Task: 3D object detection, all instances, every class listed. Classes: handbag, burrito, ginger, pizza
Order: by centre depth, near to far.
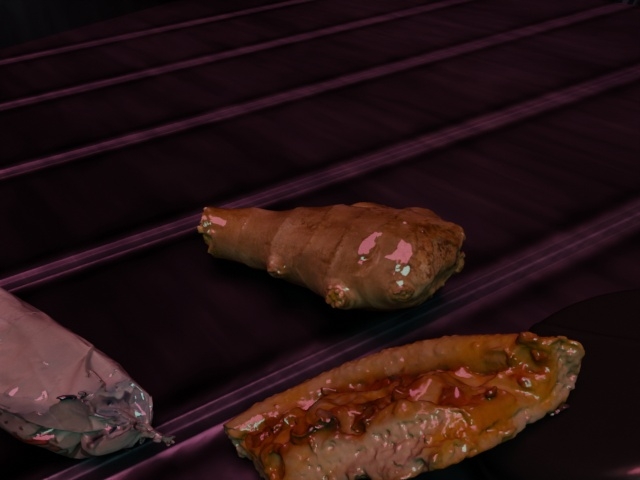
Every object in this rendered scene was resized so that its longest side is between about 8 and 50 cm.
[{"bbox_3d":[0.284,0.148,0.490,0.308,0.093,0.253,-33,15,-32],"label":"handbag"},{"bbox_3d":[0.055,0.159,0.491,0.365,0.074,0.182,-20,4,26],"label":"pizza"},{"bbox_3d":[-0.351,0.150,0.620,0.445,0.101,0.139,20,40,27],"label":"burrito"},{"bbox_3d":[0.014,-0.017,0.748,0.375,0.166,0.236,28,57,26],"label":"ginger"}]
